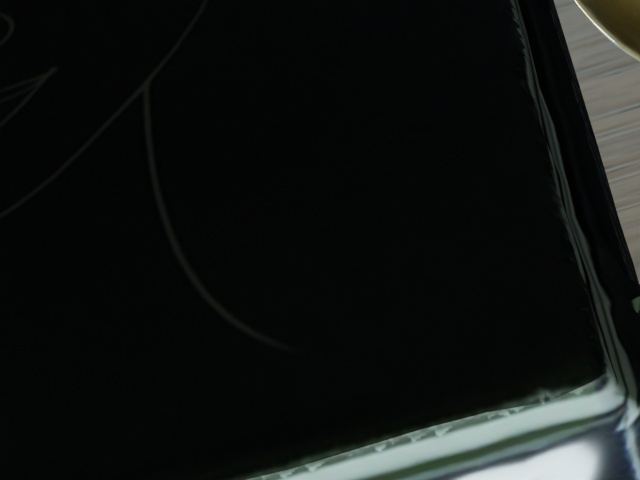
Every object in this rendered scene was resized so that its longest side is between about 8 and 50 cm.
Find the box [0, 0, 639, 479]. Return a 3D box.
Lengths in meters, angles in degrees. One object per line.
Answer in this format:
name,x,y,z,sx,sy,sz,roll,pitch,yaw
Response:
box,-0.145,0.016,0.644,0.480,0.471,0.297,-16,136,9

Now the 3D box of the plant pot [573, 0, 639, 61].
plant pot,0.187,-0.174,0.765,0.236,0.032,0.236,-8,119,-15
